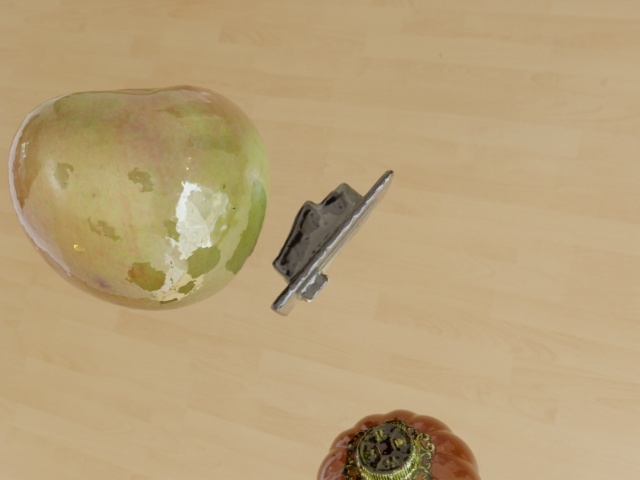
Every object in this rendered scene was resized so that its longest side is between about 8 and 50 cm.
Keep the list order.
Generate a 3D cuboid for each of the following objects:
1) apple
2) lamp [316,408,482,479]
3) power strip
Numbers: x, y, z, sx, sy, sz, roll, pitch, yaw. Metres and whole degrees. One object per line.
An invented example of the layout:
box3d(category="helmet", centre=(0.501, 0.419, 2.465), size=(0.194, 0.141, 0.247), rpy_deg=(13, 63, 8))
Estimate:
box3d(category="apple", centre=(-0.219, -0.056, 0.764), size=(0.319, 0.319, 0.277), rpy_deg=(3, 108, 19))
box3d(category="lamp", centre=(0.102, 0.330, 0.776), size=(0.223, 0.196, 0.223), rpy_deg=(-12, 34, 8))
box3d(category="power strip", centre=(-0.002, 0.001, 0.906), size=(0.092, 0.257, 0.251), rpy_deg=(34, 83, 2))
